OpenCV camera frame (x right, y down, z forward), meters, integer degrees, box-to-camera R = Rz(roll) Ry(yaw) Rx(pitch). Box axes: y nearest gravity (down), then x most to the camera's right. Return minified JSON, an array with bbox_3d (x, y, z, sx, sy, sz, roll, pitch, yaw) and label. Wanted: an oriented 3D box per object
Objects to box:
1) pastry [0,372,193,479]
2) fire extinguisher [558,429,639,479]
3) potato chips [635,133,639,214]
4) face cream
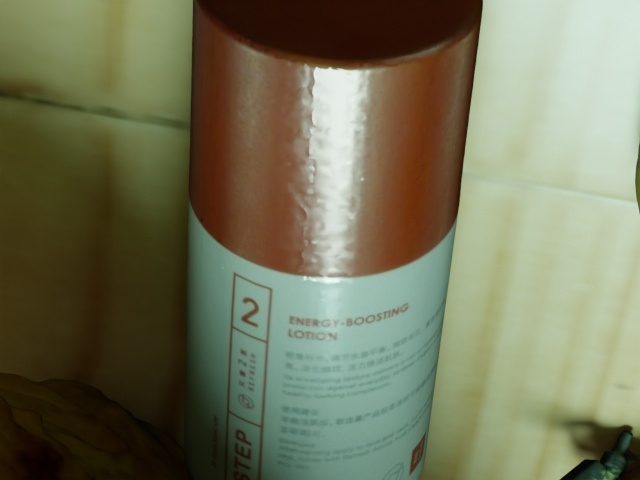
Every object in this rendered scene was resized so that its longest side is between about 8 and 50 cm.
[{"bbox_3d":[-0.098,0.235,0.626,0.245,0.409,0.409,-43,112,12],"label":"pastry"},{"bbox_3d":[0.161,0.141,0.713,0.177,0.062,0.050,37,163,-17],"label":"fire extinguisher"},{"bbox_3d":[0.189,-0.037,0.566,0.150,0.049,0.202,28,123,-17],"label":"potato chips"},{"bbox_3d":[0.000,0.000,0.607,0.096,0.096,0.214,9,130,5],"label":"face cream"}]
